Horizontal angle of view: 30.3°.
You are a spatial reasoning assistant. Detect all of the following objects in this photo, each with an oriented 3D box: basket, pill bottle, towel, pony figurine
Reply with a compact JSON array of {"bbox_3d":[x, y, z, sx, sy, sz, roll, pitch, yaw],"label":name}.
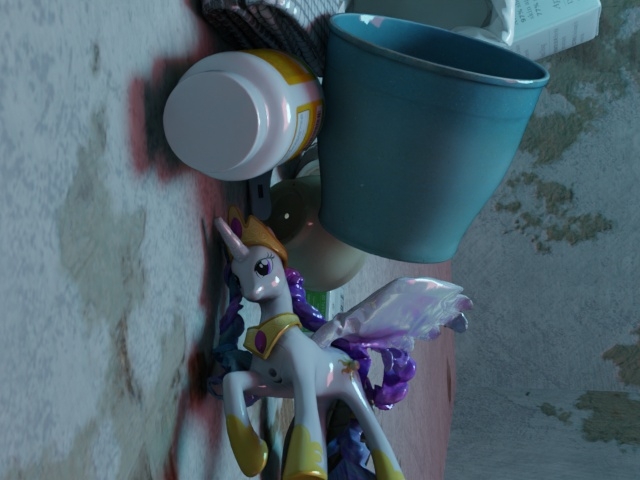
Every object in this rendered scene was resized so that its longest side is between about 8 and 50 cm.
[{"bbox_3d":[0.154,-0.461,1.964,0.266,0.328,0.331,-5,95,-82],"label":"basket"},{"bbox_3d":[-0.084,-0.138,1.283,0.246,0.136,0.136,-41,130,-74],"label":"pill bottle"},{"bbox_3d":[-0.060,-0.344,1.446,0.284,0.121,0.235,38,52,-73],"label":"towel"},{"bbox_3d":[0.005,0.155,1.418,0.351,0.303,0.363,30,40,-47],"label":"pony figurine"}]

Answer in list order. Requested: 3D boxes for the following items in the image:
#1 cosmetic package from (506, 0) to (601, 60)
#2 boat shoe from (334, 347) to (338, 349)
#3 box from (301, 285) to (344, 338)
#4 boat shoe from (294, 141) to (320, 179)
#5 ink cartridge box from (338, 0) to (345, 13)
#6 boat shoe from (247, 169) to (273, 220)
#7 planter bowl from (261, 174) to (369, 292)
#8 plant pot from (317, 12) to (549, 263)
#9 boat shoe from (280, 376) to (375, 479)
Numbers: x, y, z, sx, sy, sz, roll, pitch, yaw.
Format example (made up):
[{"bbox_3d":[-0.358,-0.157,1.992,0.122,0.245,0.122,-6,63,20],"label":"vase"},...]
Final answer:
[{"bbox_3d":[0.331,-0.524,2.424,0.327,0.394,0.329,2,69,-78],"label":"cosmetic package"},{"bbox_3d":[0.015,0.266,1.952,0.081,0.069,0.227,38,-45,53],"label":"boat shoe"},{"bbox_3d":[-0.016,0.100,1.734,0.102,0.087,0.101,48,43,-71],"label":"box"},{"bbox_3d":[0.022,-0.110,1.854,0.324,0.117,0.096,56,31,-76],"label":"boat shoe"},{"bbox_3d":[-0.023,-0.288,1.650,0.135,0.099,0.056,-68,156,-58],"label":"ink cartridge box"},{"bbox_3d":[-0.081,-0.075,1.565,0.035,0.035,0.100,174,-87,-75],"label":"boat shoe"},{"bbox_3d":[-0.020,-0.020,1.600,0.109,0.162,0.162,25,63,-48],"label":"planter bowl"},{"bbox_3d":[0.115,-0.119,1.456,0.271,0.272,0.255,-56,161,-69],"label":"plant pot"},{"bbox_3d":[-0.006,0.331,1.694,0.120,0.123,0.324,-95,-159,-78],"label":"boat shoe"}]
